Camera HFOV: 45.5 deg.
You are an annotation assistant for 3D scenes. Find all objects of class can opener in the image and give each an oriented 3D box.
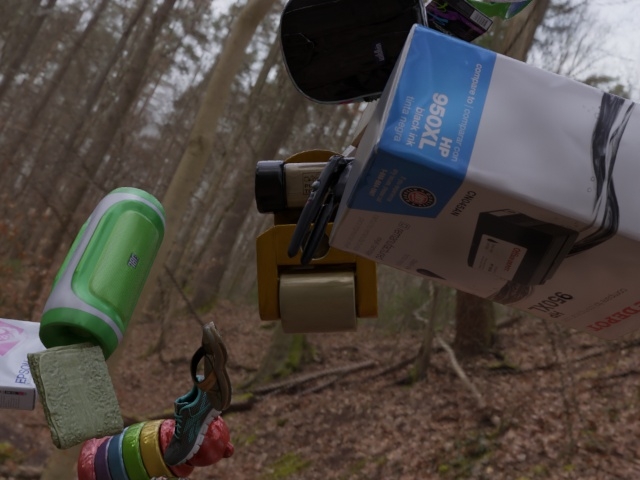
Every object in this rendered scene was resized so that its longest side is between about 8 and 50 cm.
[{"bbox_3d":[0.000,-0.050,1.162,0.059,0.186,0.073,35,-16,-15],"label":"can opener"}]

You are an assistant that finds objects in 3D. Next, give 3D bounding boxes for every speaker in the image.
[{"bbox_3d":[-0.343,0.050,1.229,0.131,0.296,0.131,6,-44,6],"label":"speaker"}]

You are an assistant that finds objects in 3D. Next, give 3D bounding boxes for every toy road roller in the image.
[{"bbox_3d":[0.000,0.000,1.390,0.202,0.329,0.240,-2,-4,5],"label":"toy road roller"}]

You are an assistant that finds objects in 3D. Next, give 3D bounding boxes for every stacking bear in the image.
[{"bbox_3d":[-0.313,0.422,1.507,0.289,0.175,0.164,-24,-2,10],"label":"stacking bear"}]

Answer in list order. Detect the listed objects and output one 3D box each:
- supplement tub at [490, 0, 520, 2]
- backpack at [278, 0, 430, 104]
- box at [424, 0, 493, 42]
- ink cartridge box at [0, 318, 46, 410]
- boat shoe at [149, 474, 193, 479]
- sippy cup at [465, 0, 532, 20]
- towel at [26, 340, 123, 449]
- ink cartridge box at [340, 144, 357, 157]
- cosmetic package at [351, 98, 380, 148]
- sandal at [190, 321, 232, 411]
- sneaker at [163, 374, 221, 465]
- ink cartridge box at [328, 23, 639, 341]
[{"bbox_3d":[0.240,-0.465,0.973,0.191,0.191,0.272,13,-31,40],"label":"supplement tub"},{"bbox_3d":[0.060,-0.350,1.331,0.253,0.225,0.191,-15,9,6],"label":"backpack"},{"bbox_3d":[0.254,-0.428,1.474,0.116,0.029,0.162,33,-1,-7],"label":"box"},{"bbox_3d":[-0.802,0.271,1.768,0.330,0.071,0.324,9,18,-14],"label":"ink cartridge box"},{"bbox_3d":[-0.258,0.457,1.280,0.104,0.110,0.307,23,-40,-3],"label":"boat shoe"},{"bbox_3d":[0.415,-0.658,1.718,0.224,0.305,0.240,45,-46,8],"label":"sippy cup"},{"bbox_3d":[-0.340,0.212,1.063,0.110,0.148,0.027,-5,-30,-44],"label":"towel"},{"bbox_3d":[0.122,-0.224,2.196,0.117,0.201,0.278,43,-56,-7],"label":"ink cartridge box"},{"bbox_3d":[0.165,-0.282,1.658,0.113,0.160,0.309,23,-6,-4],"label":"cosmetic package"},{"bbox_3d":[-0.167,0.189,1.123,0.072,0.049,0.180,52,-28,35],"label":"sandal"},{"bbox_3d":[-0.222,0.296,1.279,0.076,0.166,0.065,38,-10,-32],"label":"sneaker"},{"bbox_3d":[0.236,-0.045,0.882,0.395,0.166,0.285,19,-22,-2],"label":"ink cartridge box"}]
